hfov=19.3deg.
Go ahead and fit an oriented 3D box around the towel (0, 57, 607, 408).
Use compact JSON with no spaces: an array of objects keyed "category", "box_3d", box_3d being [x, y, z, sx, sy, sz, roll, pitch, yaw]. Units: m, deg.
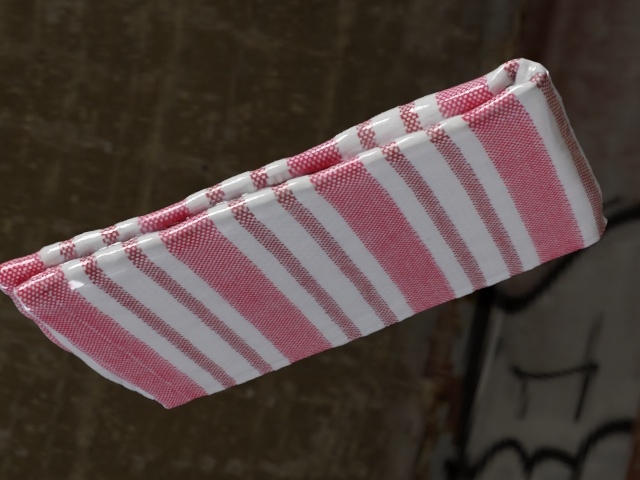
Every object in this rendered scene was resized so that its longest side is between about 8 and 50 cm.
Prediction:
[{"category":"towel","box_3d":[0.000,0.000,0.664,0.144,0.197,0.029,51,-161,-66]}]
